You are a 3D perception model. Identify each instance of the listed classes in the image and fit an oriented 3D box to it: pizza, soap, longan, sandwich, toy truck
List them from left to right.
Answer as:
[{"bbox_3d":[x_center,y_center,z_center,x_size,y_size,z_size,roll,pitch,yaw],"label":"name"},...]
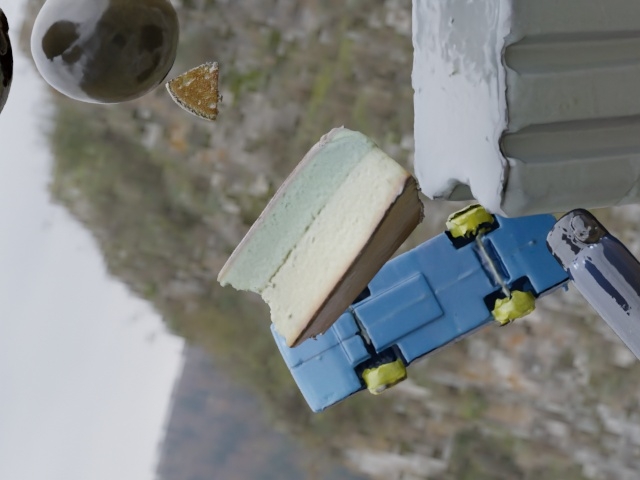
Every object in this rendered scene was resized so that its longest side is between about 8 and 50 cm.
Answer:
[{"bbox_3d":[-0.266,-0.252,2.212,0.167,0.187,0.167,162,90,-82],"label":"longan"},{"bbox_3d":[-0.159,-0.205,2.398,0.078,0.083,0.025,-53,1,-11],"label":"pizza"},{"bbox_3d":[0.000,0.000,1.649,0.186,0.108,0.220,-48,-10,-6],"label":"sandwich"},{"bbox_3d":[0.133,0.076,2.273,0.161,0.385,0.162,62,-178,6],"label":"toy truck"},{"bbox_3d":[0.339,-0.220,2.128,0.213,0.435,0.350,19,115,60],"label":"soap"}]

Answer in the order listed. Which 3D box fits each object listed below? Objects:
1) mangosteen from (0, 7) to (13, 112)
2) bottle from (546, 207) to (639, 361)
[{"bbox_3d":[-0.494,-0.208,2.039,0.288,0.288,0.288,14,-90,-87],"label":"mangosteen"},{"bbox_3d":[0.339,0.069,1.918,0.072,0.244,0.082,-32,-24,-16],"label":"bottle"}]
